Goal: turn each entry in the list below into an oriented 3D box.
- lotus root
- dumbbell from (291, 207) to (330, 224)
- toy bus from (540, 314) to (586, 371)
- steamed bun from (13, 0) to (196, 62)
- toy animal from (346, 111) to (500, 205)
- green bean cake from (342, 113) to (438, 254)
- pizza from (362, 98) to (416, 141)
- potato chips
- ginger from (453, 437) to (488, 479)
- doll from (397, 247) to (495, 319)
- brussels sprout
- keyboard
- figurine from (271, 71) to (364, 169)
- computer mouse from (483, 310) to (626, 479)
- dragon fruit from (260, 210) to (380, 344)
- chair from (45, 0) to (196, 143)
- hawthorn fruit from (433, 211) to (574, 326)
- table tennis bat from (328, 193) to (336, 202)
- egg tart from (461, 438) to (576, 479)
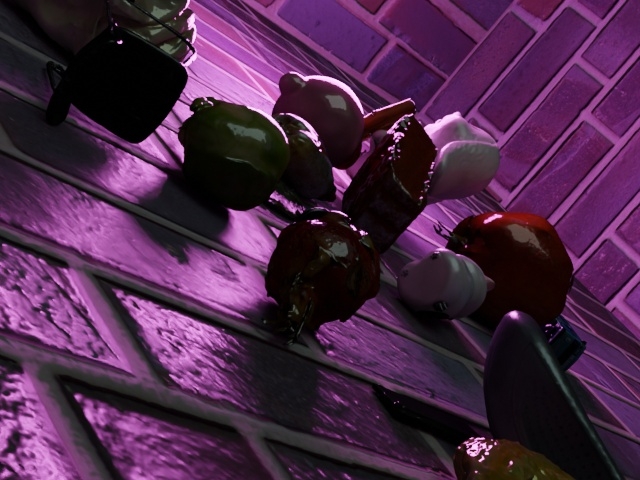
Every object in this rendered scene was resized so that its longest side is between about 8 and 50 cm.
[{"bbox_3d":[-0.029,-0.125,2.044,0.192,0.088,0.113,53,6,-48],"label":"lotus root"},{"bbox_3d":[0.000,0.000,1.732,0.069,0.069,0.147,29,15,-43],"label":"dumbbell"},{"bbox_3d":[0.436,0.180,2.410,0.092,0.079,0.160,37,10,-16],"label":"toy bus"},{"bbox_3d":[-0.283,-0.354,1.826,0.280,0.207,0.268,45,12,13],"label":"steamed bun"},{"bbox_3d":[0.196,-0.135,2.384,0.249,0.289,0.174,9,63,-87],"label":"toy animal"},{"bbox_3d":[0.119,-0.094,2.150,0.097,0.198,0.233,37,16,-11],"label":"green bean cake"},{"bbox_3d":[0.127,-0.223,2.362,0.176,0.184,0.036,-18,85,-48],"label":"pizza"},{"bbox_3d":[-0.105,-0.108,1.910,0.220,0.029,0.202,32,17,-43],"label":"potato chips"},{"bbox_3d":[0.242,0.320,1.328,0.299,0.065,0.118,50,18,30],"label":"ginger"},{"bbox_3d":[0.194,0.070,1.985,0.107,0.110,0.180,64,20,12],"label":"doll"},{"bbox_3d":[-0.114,-0.112,1.664,0.145,0.131,0.183,18,14,-1],"label":"brussels sprout"},{"bbox_3d":[0.134,0.212,1.506,0.195,0.018,0.060,29,9,-43],"label":"keyboard"},{"bbox_3d":[-0.007,-0.207,2.253,0.173,0.173,0.173,38,12,-10],"label":"figurine"},{"bbox_3d":[0.290,0.262,1.525,0.371,0.122,0.188,60,8,20],"label":"computer mouse"},{"bbox_3d":[-0.007,0.049,1.446,0.125,0.125,0.246,14,28,13],"label":"dragon fruit"},{"bbox_3d":[-0.240,-0.191,1.530,0.145,0.140,0.221,35,14,-19],"label":"chair"},{"bbox_3d":[0.308,0.038,2.261,0.299,0.211,0.211,23,19,-29],"label":"hawthorn fruit"},{"bbox_3d":[-0.037,-0.107,2.151,0.154,0.019,0.098,31,15,-28],"label":"table tennis bat"},{"bbox_3d":[0.225,0.316,1.152,0.315,0.120,0.315,37,14,-11],"label":"egg tart"}]
